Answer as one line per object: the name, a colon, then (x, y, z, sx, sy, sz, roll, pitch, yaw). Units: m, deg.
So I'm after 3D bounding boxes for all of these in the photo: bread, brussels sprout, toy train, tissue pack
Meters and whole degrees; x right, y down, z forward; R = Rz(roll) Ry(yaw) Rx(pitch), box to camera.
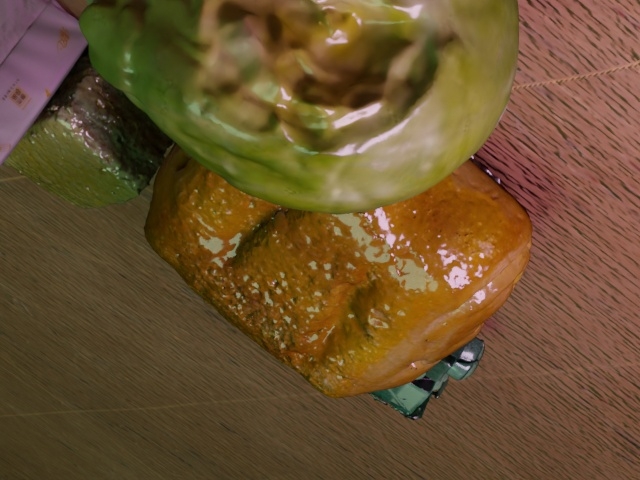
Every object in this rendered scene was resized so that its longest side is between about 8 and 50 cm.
bread: (-0.004, 0.005, 1.638, 0.337, 0.148, 0.328, 43, 135, -5)
brussels sprout: (-0.008, -0.177, 1.291, 0.344, 0.344, 0.268, 36, 117, -11)
bread: (-0.251, -0.111, 1.835, 0.138, 0.102, 0.196, 44, 153, -20)
toy train: (0.041, 0.080, 1.862, 0.269, 0.115, 0.154, 30, 147, -3)
tissue pack: (-0.365, -0.145, 1.754, 0.124, 0.225, 0.185, 43, 150, -22)
